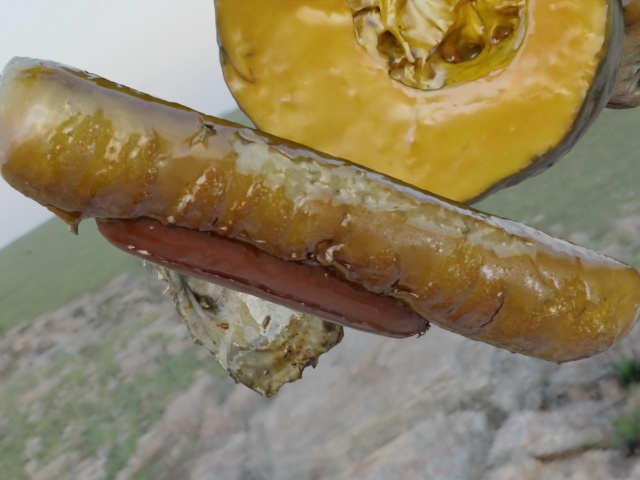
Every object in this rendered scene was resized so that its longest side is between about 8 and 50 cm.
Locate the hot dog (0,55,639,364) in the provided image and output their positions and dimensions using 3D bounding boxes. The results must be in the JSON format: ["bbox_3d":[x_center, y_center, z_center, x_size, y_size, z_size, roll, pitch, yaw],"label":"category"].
[{"bbox_3d":[0.000,0.000,0.406,0.066,0.215,0.047,2,74,69],"label":"hot dog"}]

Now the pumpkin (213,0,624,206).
[{"bbox_3d":[0.013,-0.171,0.603,0.222,0.317,0.139,-8,20,16],"label":"pumpkin"}]

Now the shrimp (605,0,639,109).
[{"bbox_3d":[0.295,-0.167,0.899,0.262,0.051,0.198,-32,-22,16],"label":"shrimp"}]

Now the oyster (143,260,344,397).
[{"bbox_3d":[-0.061,0.027,0.914,0.105,0.177,0.056,-49,15,14],"label":"oyster"}]
